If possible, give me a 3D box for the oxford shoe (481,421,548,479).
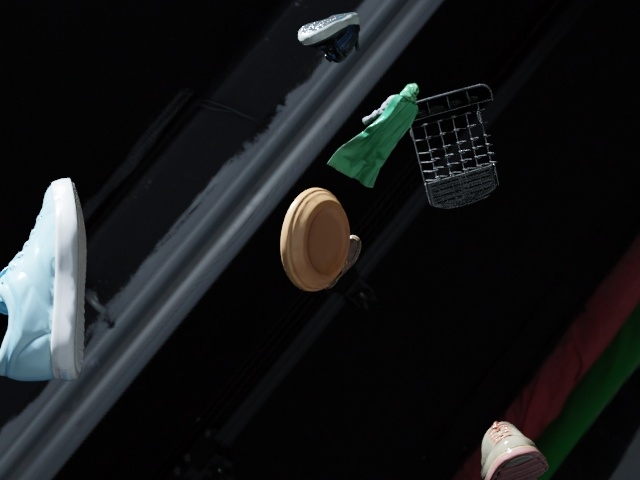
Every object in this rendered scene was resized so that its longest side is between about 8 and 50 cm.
[{"bbox_3d":[0.354,0.415,1.222,0.123,0.130,0.348,-18,-31,2],"label":"oxford shoe"}]

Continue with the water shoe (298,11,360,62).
[{"bbox_3d":[0.028,-0.357,1.125,0.203,0.073,0.080,-45,-50,-53],"label":"water shoe"}]

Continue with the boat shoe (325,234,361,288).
[{"bbox_3d":[0.053,0.066,1.748,0.064,0.060,0.178,36,-80,2],"label":"boat shoe"}]

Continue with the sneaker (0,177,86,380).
[{"bbox_3d":[-0.470,0.052,1.035,0.150,0.365,0.135,-2,-31,-15],"label":"sneaker"}]

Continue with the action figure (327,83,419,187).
[{"bbox_3d":[0.128,-0.228,1.308,0.137,0.063,0.232,21,-61,-40],"label":"action figure"}]

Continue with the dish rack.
[{"bbox_3d":[0.325,-0.216,1.498,0.208,0.074,0.271,-17,-81,-8],"label":"dish rack"}]

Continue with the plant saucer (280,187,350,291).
[{"bbox_3d":[0.000,0.000,1.197,0.200,0.037,0.199,-11,-76,-54],"label":"plant saucer"}]
